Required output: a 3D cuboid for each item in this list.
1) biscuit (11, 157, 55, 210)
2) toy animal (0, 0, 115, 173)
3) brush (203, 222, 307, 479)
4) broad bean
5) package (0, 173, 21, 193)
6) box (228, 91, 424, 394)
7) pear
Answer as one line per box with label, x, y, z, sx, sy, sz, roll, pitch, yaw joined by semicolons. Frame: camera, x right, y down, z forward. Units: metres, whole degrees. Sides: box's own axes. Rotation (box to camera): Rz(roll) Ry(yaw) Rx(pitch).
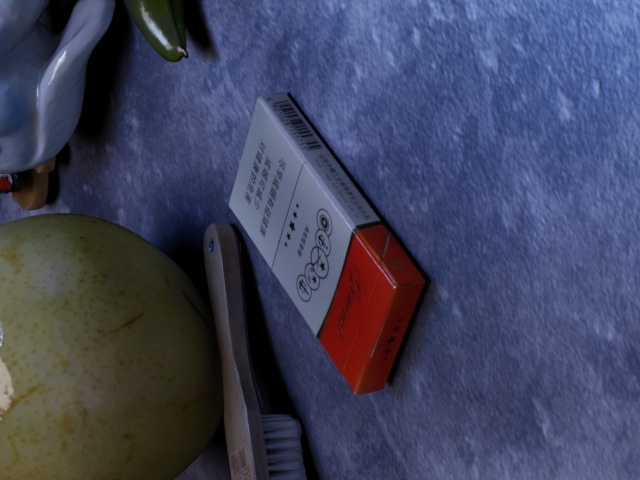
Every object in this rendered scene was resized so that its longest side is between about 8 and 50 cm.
biscuit;-0.325;-0.111;2.116;0.133;0.027;0.184;46;138;50
toy animal;-0.338;-0.222;1.946;0.249;0.174;0.289;47;130;25
brush;-0.059;0.141;1.756;0.070;0.065;0.327;143;120;-64
broad bean;-0.184;-0.308;1.777;0.075;0.067;0.325;-32;69;27
package;-0.379;-0.167;2.143;0.166;0.040;0.232;-178;84;-71
box;0.000;0.000;1.610;0.245;0.035;0.139;53;142;34
pear;-0.243;0.122;1.823;0.309;0.309;0.309;30;126;51
